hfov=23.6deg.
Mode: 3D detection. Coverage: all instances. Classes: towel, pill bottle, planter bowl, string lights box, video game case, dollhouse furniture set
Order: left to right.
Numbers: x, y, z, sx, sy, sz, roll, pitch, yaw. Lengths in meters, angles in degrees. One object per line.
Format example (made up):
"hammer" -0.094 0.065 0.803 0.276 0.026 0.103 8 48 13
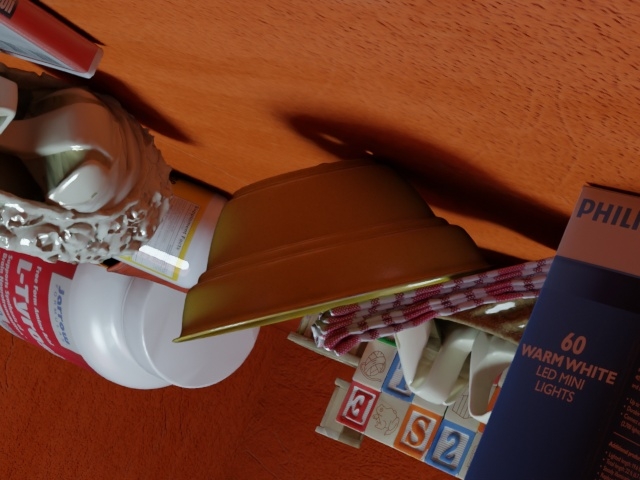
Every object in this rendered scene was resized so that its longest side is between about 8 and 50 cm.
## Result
"video game case" -0.293 -0.186 0.957 0.204 0.025 0.285 19 173 35
"pill bottle" -0.259 0.060 1.976 0.229 0.229 0.408 28 172 -38
"pill bottle" -0.153 -0.014 1.547 0.184 0.103 0.103 23 174 1
"dollhouse furniture set" -0.008 0.080 1.452 0.101 0.182 0.161 18 173 38
"planter bowl" 0.000 0.000 1.004 0.217 0.090 0.217 -13 177 -1
"towel" 0.092 0.039 0.994 0.197 0.029 0.144 -13 177 -3
"string lights box" 0.156 0.117 0.823 0.077 0.259 0.133 15 169 47

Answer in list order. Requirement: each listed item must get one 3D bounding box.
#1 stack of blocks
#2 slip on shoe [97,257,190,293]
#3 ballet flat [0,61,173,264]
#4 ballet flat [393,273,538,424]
"stack of blocks" 0.164 0.134 1.346 0.087 0.171 0.297 28 173 -39
"slip on shoe" -0.200 0.000 1.680 0.331 0.123 0.101 29 -144 -27
"ballet flat" -0.240 -0.075 1.127 0.409 0.147 0.147 15 -179 -45
"ballet flat" 0.136 0.080 1.209 0.116 0.124 0.342 28 172 -37
